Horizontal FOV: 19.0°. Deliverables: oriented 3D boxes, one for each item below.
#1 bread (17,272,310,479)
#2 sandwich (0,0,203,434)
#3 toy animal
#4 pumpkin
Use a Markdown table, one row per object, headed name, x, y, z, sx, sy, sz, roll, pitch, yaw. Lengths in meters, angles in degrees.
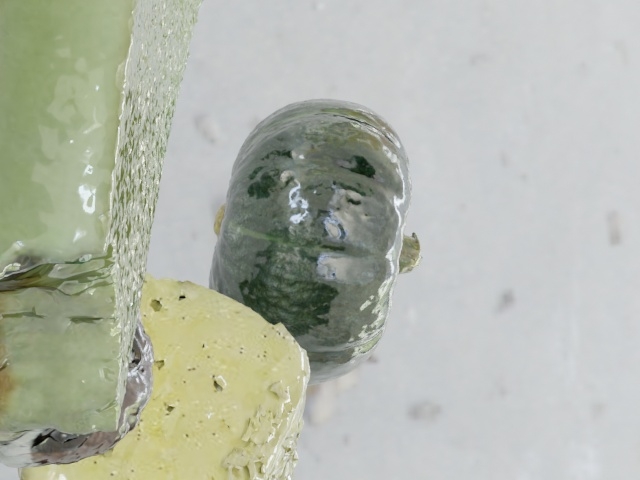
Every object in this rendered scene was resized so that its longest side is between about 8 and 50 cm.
| name | x | y | z | sx | sy | sz | roll | pitch | yaw |
| --- | --- | --- | --- | --- | --- | --- | --- | --- | --- |
| bread | -0.164 | 0.183 | 1.151 | 0.315 | 0.279 | 0.248 | -50 | 164 | -36 |
| sandwich | -0.081 | -0.039 | 0.627 | 0.245 | 0.063 | 0.212 | 92 | 4 | -75 |
| toy animal | -0.120 | 0.037 | 0.720 | 0.098 | 0.137 | 0.098 | -8 | 104 | -36 |
| pumpkin | -0.002 | 0.001 | 1.383 | 0.152 | 0.211 | 0.211 | 21 | 60 | 1 |
